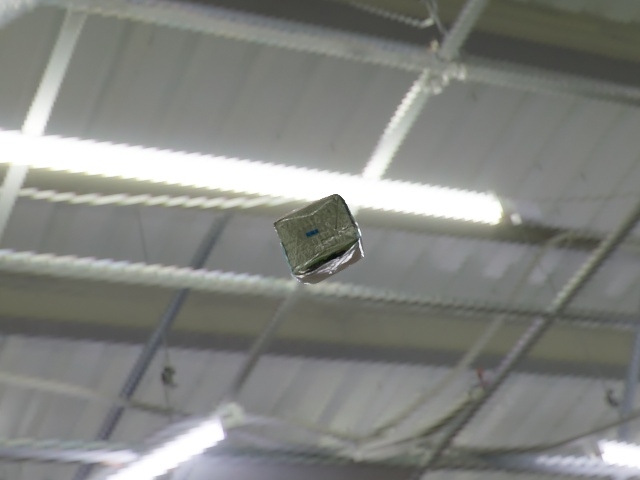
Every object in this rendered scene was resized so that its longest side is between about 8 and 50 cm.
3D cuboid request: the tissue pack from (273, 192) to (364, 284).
[{"bbox_3d":[0.000,0.000,1.312,0.074,0.059,0.094,-26,-11,2],"label":"tissue pack"}]
